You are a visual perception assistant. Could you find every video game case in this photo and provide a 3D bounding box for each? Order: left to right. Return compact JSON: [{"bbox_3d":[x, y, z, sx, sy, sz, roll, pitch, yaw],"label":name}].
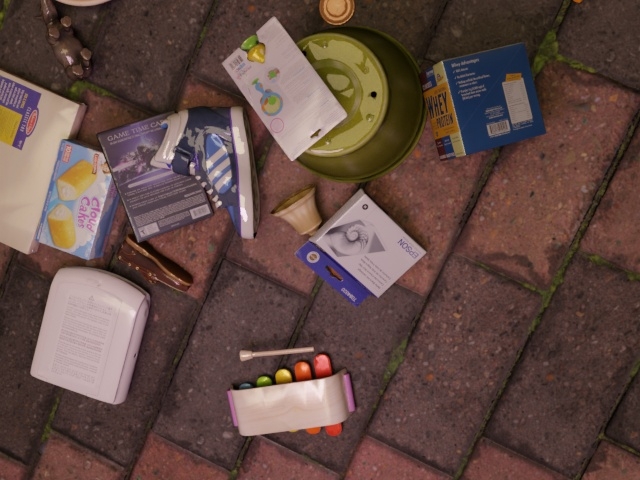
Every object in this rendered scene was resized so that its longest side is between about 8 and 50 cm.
[{"bbox_3d":[-0.395,-0.155,1.846,0.196,0.026,0.274,-21,92,-20],"label":"video game case"}]

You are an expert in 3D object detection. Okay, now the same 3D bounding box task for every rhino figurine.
[{"bbox_3d":[-0.625,-0.492,1.857,0.073,0.106,0.243,-30,90,-19],"label":"rhino figurine"}]

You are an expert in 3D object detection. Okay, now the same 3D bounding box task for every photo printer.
[{"bbox_3d":[-0.570,0.225,1.924,0.256,0.107,0.308,16,98,7],"label":"photo printer"}]

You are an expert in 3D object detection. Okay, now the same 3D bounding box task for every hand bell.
[{"bbox_3d":[0.000,0.000,1.822,0.126,0.126,0.242,-31,104,11],"label":"hand bell"}]

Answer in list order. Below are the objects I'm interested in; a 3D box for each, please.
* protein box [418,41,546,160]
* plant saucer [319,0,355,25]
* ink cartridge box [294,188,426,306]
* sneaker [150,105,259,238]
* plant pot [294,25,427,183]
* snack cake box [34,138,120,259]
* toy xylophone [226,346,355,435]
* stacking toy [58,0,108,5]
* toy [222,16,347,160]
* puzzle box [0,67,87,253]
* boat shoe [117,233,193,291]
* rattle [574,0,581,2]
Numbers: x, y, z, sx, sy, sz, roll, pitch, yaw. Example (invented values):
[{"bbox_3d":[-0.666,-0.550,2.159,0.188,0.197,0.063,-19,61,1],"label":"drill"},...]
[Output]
[{"bbox_3d":[0.347,-0.297,1.664,0.199,0.136,0.201,-16,94,-13],"label":"protein box"},{"bbox_3d":[0.038,-0.542,1.783,0.083,0.013,0.084,1,97,10],"label":"plant saucer"},{"bbox_3d":[0.092,0.029,1.780,0.223,0.045,0.224,40,103,-23],"label":"ink cartridge box"},{"bbox_3d":[-0.275,-0.153,1.811,0.236,0.130,0.323,-6,92,4],"label":"sneaker"},{"bbox_3d":[0.041,-0.299,1.638,0.366,0.353,0.367,1,96,9],"label":"plant pot"},{"bbox_3d":[-0.585,-0.102,1.899,0.152,0.089,0.264,19,99,8],"label":"snack cake box"},{"bbox_3d":[-0.079,0.366,1.871,0.322,0.081,0.236,-2,96,10],"label":"toy xylophone"},{"bbox_3d":[-0.596,-0.711,1.631,0.350,0.480,0.351,1,97,10],"label":"stacking toy"},{"bbox_3d":[-0.064,-0.284,1.449,0.137,0.056,0.237,-38,84,15],"label":"toy"},{"bbox_3d":[-0.776,-0.203,1.937,0.272,0.052,0.409,25,100,6],"label":"puzzle box"},{"bbox_3d":[-0.409,0.069,1.900,0.207,0.073,0.073,35,103,11],"label":"boat shoe"},{"bbox_3d":[0.539,-0.599,1.597,0.130,0.199,0.143,28,100,5],"label":"rattle"}]
